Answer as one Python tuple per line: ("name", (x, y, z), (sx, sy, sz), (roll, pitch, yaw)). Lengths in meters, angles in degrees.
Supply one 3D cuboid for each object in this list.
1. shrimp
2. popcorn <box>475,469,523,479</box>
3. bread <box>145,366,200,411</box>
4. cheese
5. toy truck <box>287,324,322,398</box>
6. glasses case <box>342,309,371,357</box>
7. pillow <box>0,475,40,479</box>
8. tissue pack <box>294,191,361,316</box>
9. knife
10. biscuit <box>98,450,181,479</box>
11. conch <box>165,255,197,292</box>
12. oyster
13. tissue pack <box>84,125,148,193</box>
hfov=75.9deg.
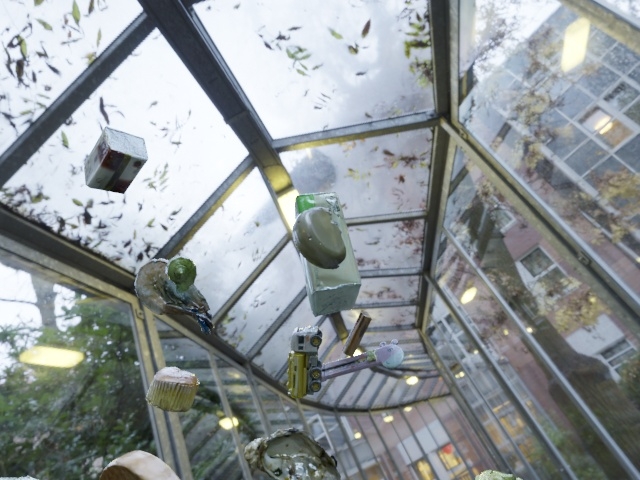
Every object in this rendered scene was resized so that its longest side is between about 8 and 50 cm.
("shrimp", (-0.651, 0.262, 1.844), (0.221, 0.445, 0.110), (-49, -8, -13))
("popcorn", (0.503, 0.731, 1.124), (0.197, 0.198, 0.212), (-38, -14, 13))
("bread", (-0.570, 0.576, 1.605), (0.178, 0.133, 0.250), (14, -11, -7))
("cheese", (0.000, 0.000, 1.301), (0.175, 0.203, 0.091), (-16, -16, -45))
("toy truck", (-0.051, 0.392, 1.327), (0.113, 0.227, 0.098), (1, 1, 1))
("glasses case", (0.134, 0.349, 1.550), (0.041, 0.065, 0.170), (22, -80, -13))
("pillow", (-0.744, 0.606, 0.812), (0.119, 0.256, 0.322), (-8, -32, 22))
("tissue pack", (0.021, 0.060, 1.647), (0.205, 0.406, 0.332), (-8, -25, -6))
("knife", (0.122, 0.468, 1.561), (0.398, 0.132, 0.038), (-21, -61, 14))
("biscuit", (-0.193, 0.452, 0.541), (0.275, 0.355, 0.052), (-29, -8, 33))
("conch", (-0.336, 0.081, 0.988), (0.073, 0.089, 0.121), (7, -4, -20))
("oyster", (-0.060, 0.628, 1.123), (0.166, 0.294, 0.094), (-39, -14, -37))
("tissue pack", (-0.543, -0.207, 1.088), (0.106, 0.099, 0.148), (11, -43, -47))
